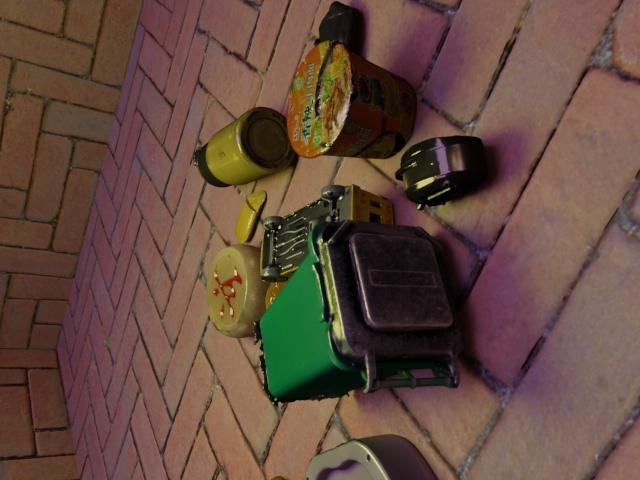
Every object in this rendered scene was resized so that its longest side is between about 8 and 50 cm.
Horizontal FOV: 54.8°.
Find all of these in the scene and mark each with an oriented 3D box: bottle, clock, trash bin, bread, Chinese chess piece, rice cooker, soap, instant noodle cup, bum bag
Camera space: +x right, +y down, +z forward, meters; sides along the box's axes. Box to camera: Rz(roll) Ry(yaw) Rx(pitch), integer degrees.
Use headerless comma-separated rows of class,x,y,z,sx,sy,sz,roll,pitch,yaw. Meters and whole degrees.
bottle,-0.220,-0.235,1.673,0.351,0.172,0.171,-10,75,58
clock,0.089,0.524,1.105,0.339,0.102,0.338,-15,71,55
trash bin,0.053,0.167,1.117,0.381,0.259,0.294,-47,47,51
bread,-0.075,0.137,1.462,0.128,0.069,0.140,14,94,58
Chinese chess piece,-0.210,0.133,1.640,0.250,0.103,0.249,-13,74,53
rice cooker,0.206,-0.120,1.051,0.165,0.112,0.106,-32,63,50
soap,-0.201,-0.072,1.727,0.089,0.033,0.168,45,120,47
instant noodle cup,0.066,-0.259,1.227,0.230,0.183,0.230,-17,69,54
bum bag,0.026,-0.390,1.409,0.142,0.080,0.325,-6,78,52

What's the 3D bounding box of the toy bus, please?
toy bus,0.000,0.000,1.304,0.330,0.152,0.144,-23,59,50

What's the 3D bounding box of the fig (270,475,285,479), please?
fig,-0.090,0.584,1.420,0.083,0.050,0.050,51,127,24
